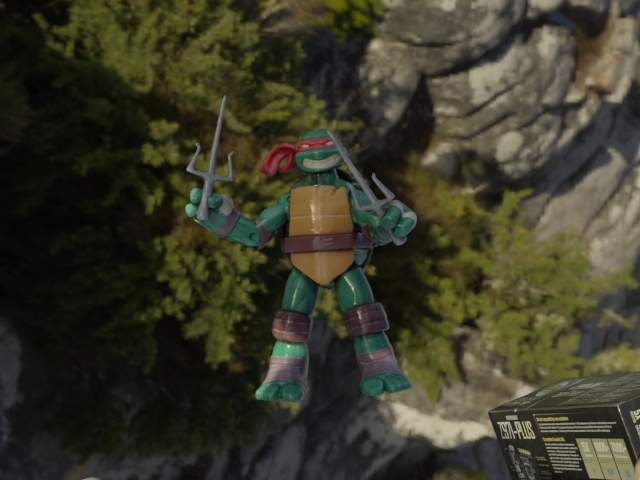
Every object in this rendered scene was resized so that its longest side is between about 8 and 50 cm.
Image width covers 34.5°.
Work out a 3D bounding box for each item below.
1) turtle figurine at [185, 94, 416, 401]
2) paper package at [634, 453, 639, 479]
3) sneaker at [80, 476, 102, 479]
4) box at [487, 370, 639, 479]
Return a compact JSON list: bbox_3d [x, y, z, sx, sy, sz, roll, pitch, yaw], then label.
[{"bbox_3d":[0.000,0.000,0.782,0.118,0.175,0.234,-7,90,-63],"label":"turtle figurine"},{"bbox_3d":[0.340,0.057,0.377,0.168,0.325,0.309,-29,149,-50],"label":"paper package"},{"bbox_3d":[-0.278,0.260,0.822,0.121,0.262,0.099,-52,124,-74],"label":"sneaker"},{"bbox_3d":[0.210,0.172,0.714,0.077,0.180,0.147,-18,85,-20],"label":"box"}]
